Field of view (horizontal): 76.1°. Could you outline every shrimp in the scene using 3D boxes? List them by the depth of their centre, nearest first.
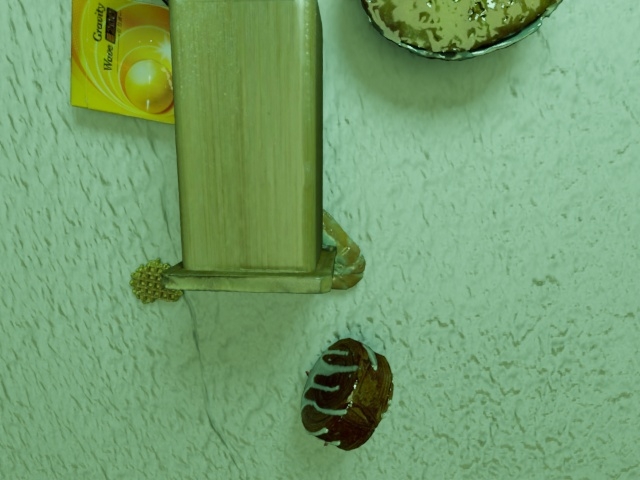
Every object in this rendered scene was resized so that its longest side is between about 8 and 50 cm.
[{"bbox_3d":[0.000,0.000,0.621,0.091,0.043,0.184,-28,103,13],"label":"shrimp"}]

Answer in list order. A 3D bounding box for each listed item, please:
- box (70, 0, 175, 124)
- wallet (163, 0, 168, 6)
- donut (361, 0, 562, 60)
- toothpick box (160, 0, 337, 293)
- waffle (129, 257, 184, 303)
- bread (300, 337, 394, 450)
[{"bbox_3d":[-0.205,-0.238,0.566,0.269,0.043,0.152,9,104,-1],"label":"box"},{"bbox_3d":[-0.131,-0.389,0.458,0.231,0.170,0.069,-48,60,2],"label":"wallet"},{"bbox_3d":[0.171,-0.350,0.472,0.272,0.107,0.272,4,115,9],"label":"donut"},{"bbox_3d":[-0.074,-0.107,0.487,0.187,0.190,0.308,1,100,5],"label":"toothpick box"},{"bbox_3d":[-0.270,0.071,0.666,0.085,0.016,0.078,-18,100,7],"label":"waffle"},{"bbox_3d":[0.034,0.231,0.622,0.073,0.160,0.160,30,105,-19],"label":"bread"}]
